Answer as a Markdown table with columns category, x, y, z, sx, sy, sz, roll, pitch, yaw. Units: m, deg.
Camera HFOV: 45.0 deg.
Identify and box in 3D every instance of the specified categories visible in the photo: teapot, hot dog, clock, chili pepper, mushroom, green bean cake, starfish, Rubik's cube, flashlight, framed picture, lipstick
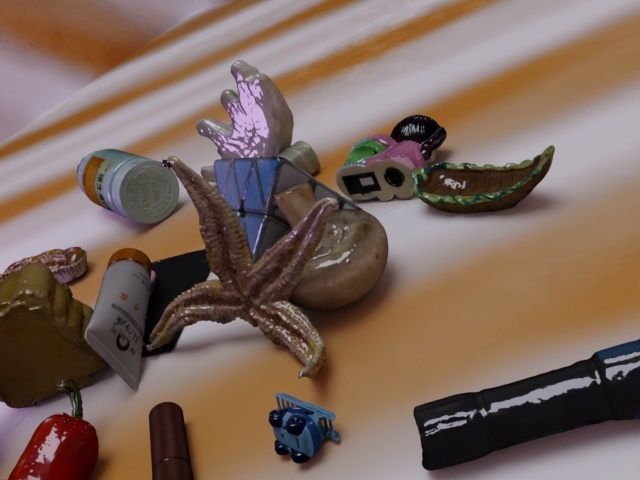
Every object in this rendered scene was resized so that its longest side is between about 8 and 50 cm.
| category | x | y | z | sx | sy | sz | roll | pitch | yaw |
| --- | --- | --- | --- | --- | --- | --- | --- | --- | --- |
| teapot | -0.107 | -0.151 | 1.713 | 0.200 | 0.107 | 0.077 | -36 | 34 | -18 |
| hot dog | -0.650 | 0.077 | 1.797 | 0.252 | 0.069 | 0.131 | -17 | 29 | 13 |
| clock | 0.145 | -0.171 | 1.558 | 0.194 | 0.100 | 0.195 | -3 | 34 | 37 |
| chili pepper | -0.393 | 0.361 | 1.097 | 0.110 | 0.110 | 0.388 | -14 | 36 | 19 |
| mushroom | 0.000 | 0.000 | 1.267 | 0.207 | 0.215 | 0.207 | -23 | 24 | 11 |
| green bean cake | -0.514 | 0.171 | 1.363 | 0.229 | 0.224 | 0.131 | -26 | 36 | 10 |
| starfish | -0.129 | 0.076 | 1.199 | 0.398 | 0.384 | 0.132 | 26 | 38 | 35 |
| Rubik's cube | -0.081 | -0.055 | 1.409 | 0.228 | 0.228 | 0.233 | -23 | 20 | 23 |
| flashlight | 0.305 | 0.171 | 0.868 | 0.424 | 0.103 | 0.103 | -20 | 29 | 12 |
| framed picture | -0.346 | 0.128 | 1.534 | 0.244 | 0.013 | 0.324 | -14 | 31 | 20 |
| lipstick | -0.191 | 0.340 | 1.017 | 0.057 | 0.057 | 0.357 | -26 | 29 | -1 |

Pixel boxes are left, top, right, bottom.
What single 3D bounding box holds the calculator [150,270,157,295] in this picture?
| category | x | y | z | sx | sy | sz | roll | pitch | yaw |
| --- | --- | --- | --- | --- | --- | --- | --- | --- | --- |
| calculator | -0.381 | 0.105 | 1.565 | 0.103 | 0.024 | 0.166 | -15 | 32 | 19 |

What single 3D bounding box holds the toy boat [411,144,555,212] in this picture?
| category | x | y | z | sx | sy | sz | roll | pitch | yaw |
| --- | --- | --- | --- | --- | --- | --- | --- | --- | --- |
| toy boat | 0.288 | -0.101 | 1.338 | 0.293 | 0.099 | 0.108 | -4 | 35 | 47 |

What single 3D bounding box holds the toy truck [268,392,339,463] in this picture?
| category | x | y | z | sx | sy | sz | roll | pitch | yaw |
| --- | --- | --- | --- | --- | --- | --- | --- | --- | --- |
| toy truck | -0.040 | 0.248 | 1.052 | 0.074 | 0.063 | 0.136 | -21 | 20 | -36 |

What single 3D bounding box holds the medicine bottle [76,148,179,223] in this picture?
| category | x | y | z | sx | sy | sz | roll | pitch | yaw |
| --- | --- | --- | --- | --- | --- | --- | --- | --- | --- |
| medicine bottle | -0.493 | -0.144 | 1.949 | 0.158 | 0.158 | 0.318 | -38 | 31 | -22 |

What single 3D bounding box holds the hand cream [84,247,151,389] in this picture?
| category | x | y | z | sx | sy | sz | roll | pitch | yaw |
| --- | --- | --- | --- | --- | --- | --- | --- | --- | --- |
| hand cream | -0.366 | 0.125 | 1.397 | 0.089 | 0.140 | 0.314 | -27 | 33 | 11 |

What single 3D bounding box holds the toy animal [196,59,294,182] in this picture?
| category | x | y | z | sx | sy | sz | roll | pitch | yaw |
| --- | --- | --- | --- | --- | --- | --- | --- | --- | --- |
| toy animal | -0.149 | -0.285 | 1.814 | 0.266 | 0.308 | 0.188 | 17 | 33 | 39 |
